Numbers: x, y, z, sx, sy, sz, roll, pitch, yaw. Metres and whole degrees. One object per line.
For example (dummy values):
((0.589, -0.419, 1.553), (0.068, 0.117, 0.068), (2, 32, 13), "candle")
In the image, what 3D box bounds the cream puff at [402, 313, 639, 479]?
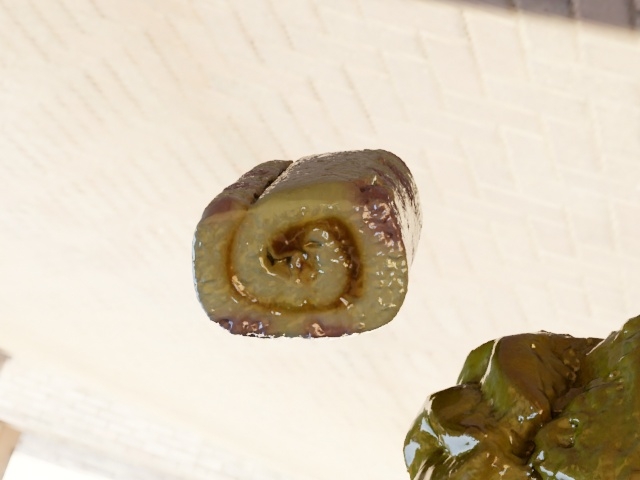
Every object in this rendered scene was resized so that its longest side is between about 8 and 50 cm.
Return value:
((0.199, 0.173, 1.068), (0.274, 0.323, 0.270), (17, 137, 11), "cream puff")

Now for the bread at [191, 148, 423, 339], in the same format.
((0.000, 0.000, 1.349), (0.187, 0.155, 0.338), (-7, -170, 7), "bread")
